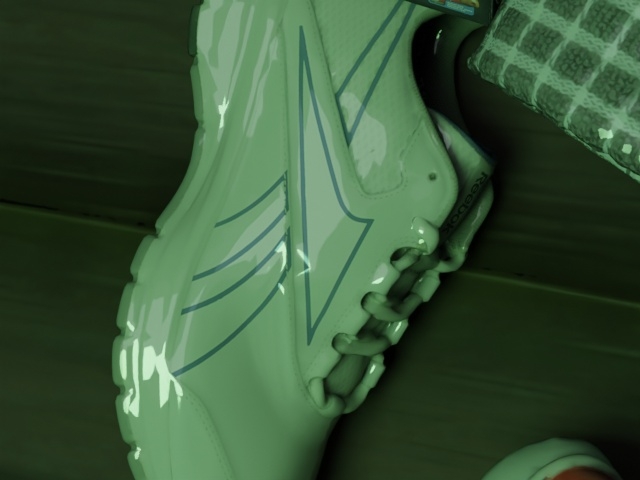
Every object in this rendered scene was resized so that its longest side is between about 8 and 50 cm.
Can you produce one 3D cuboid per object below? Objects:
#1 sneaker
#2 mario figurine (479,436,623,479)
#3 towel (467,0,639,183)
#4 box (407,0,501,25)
[{"bbox_3d":[0.000,0.000,0.661,0.129,0.111,0.297,9,86,20],"label":"sneaker"},{"bbox_3d":[0.156,0.136,0.532,0.320,0.170,0.198,-48,21,36],"label":"mario figurine"},{"bbox_3d":[0.224,-0.084,0.561,0.283,0.121,0.235,35,98,25],"label":"towel"},{"bbox_3d":[-0.010,-0.194,0.667,0.233,0.044,0.159,20,66,13],"label":"box"}]
